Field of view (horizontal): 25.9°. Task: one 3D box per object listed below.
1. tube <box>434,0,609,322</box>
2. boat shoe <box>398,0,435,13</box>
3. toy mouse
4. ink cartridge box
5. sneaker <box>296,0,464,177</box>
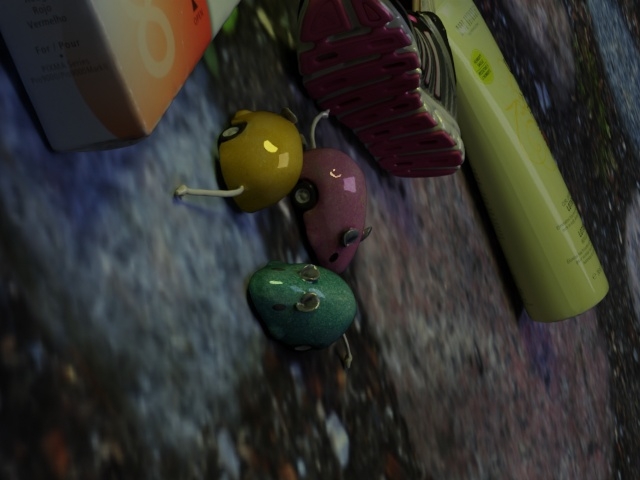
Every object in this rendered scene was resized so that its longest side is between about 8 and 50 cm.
[{"bbox_3d":[0.127,-0.060,0.942,0.240,0.062,0.070,65,-15,-15],"label":"tube"},{"bbox_3d":[0.034,-0.171,0.794,0.045,0.050,0.135,-64,136,-64],"label":"boat shoe"},{"bbox_3d":[0.000,0.000,0.648,0.143,0.031,0.161,67,25,-22],"label":"toy mouse"},{"bbox_3d":[-0.084,-0.143,0.499,0.145,0.045,0.179,-68,147,-54],"label":"ink cartridge box"},{"bbox_3d":[0.032,-0.100,0.740,0.170,0.063,0.074,47,35,-54],"label":"sneaker"}]
